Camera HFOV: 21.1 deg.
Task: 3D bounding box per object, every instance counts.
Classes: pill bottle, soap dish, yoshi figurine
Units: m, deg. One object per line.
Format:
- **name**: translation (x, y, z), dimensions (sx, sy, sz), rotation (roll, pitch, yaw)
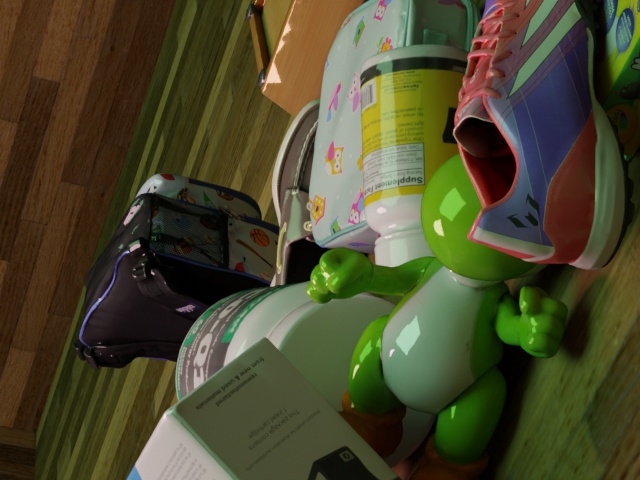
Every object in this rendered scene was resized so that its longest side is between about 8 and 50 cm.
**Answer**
- **pill bottle**: translation (-0.017, 0.144, 1.758), dimensions (0.361, 0.204, 0.204), rotation (167, 114, -73)
- **soap dish**: translation (-0.010, -0.312, 2.250), dimensions (0.291, 0.118, 0.229), rotation (-101, 28, -58)
- **pill bottle**: translation (0.098, -0.068, 1.611), dimensions (0.119, 0.119, 0.208), rotation (145, 126, -68)
- **yoshi figurine**: translation (0.108, 0.055, 1.441), dimensions (0.362, 0.203, 0.203), rotation (-71, 25, 17)

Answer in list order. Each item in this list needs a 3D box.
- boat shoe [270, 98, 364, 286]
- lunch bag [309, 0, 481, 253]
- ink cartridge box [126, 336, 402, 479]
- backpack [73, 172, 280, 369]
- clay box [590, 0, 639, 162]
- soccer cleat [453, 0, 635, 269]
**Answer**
- **boat shoe**: translation (0.000, 0.000, 1.990), dimensions (0.097, 0.116, 0.324), rotation (-152, 71, -69)
- **lunch bag**: translation (0.080, -0.118, 1.798), dimensions (0.224, 0.108, 0.279), rotation (161, 118, -65)
- **ink cartridge box**: translation (-0.016, 0.271, 1.473), dimensions (0.129, 0.307, 0.223), rotation (-36, -13, -37)
- **backpack**: translation (-0.156, 0.055, 2.216), dimensions (0.276, 0.263, 0.213), rotation (129, 155, -50)
- **clay box**: translation (0.244, -0.167, 1.342), dimensions (0.222, 0.053, 0.127), rotation (113, 162, -47)
- **soccer cleat**: translation (0.153, -0.117, 1.328), dimensions (0.109, 0.116, 0.318), rotation (112, 158, -49)
